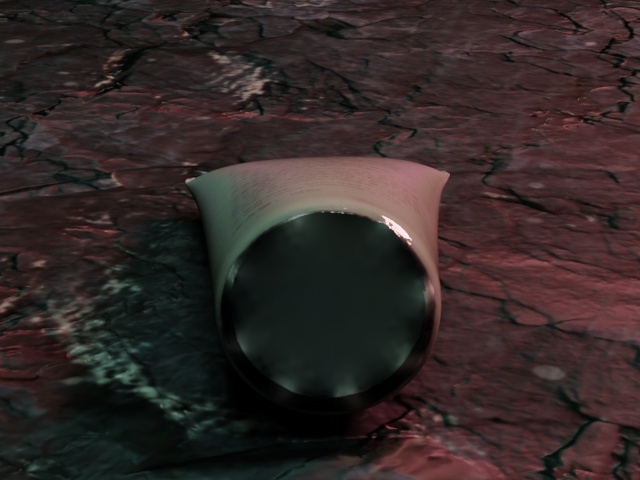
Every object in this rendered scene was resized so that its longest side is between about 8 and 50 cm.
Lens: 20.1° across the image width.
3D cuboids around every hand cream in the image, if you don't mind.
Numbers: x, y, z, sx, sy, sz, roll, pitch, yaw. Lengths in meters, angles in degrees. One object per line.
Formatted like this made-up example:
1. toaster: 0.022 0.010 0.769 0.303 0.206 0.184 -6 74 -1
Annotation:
1. hand cream: 0.000 0.000 1.104 0.186 0.118 0.358 -4 14 0
